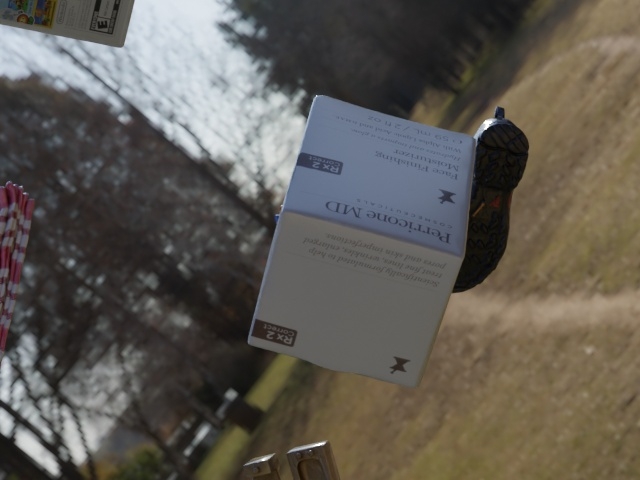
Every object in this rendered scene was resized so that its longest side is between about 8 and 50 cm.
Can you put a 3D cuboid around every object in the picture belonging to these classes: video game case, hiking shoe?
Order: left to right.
[{"bbox_3d":[-0.285,-0.321,1.382,0.026,0.206,0.227,-101,25,-50],"label":"video game case"},{"bbox_3d":[0.192,-0.045,1.584,0.114,0.086,0.227,-76,7,-69],"label":"hiking shoe"}]

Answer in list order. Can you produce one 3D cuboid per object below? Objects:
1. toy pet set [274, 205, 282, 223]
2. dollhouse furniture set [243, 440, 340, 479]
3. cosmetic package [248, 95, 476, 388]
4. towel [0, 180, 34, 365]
[{"bbox_3d":[0.000,0.000,1.668,0.065,0.122,0.114,-17,-13,-16],"label":"toy pet set"},{"bbox_3d":[-0.058,0.336,1.573,0.151,0.144,0.123,-15,3,19],"label":"dollhouse furniture set"},{"bbox_3d":[0.038,-0.001,1.126,0.183,0.151,0.151,-77,2,-53],"label":"cosmetic package"},{"bbox_3d":[-0.282,0.060,1.019,0.144,0.029,0.197,-18,58,48],"label":"towel"}]
